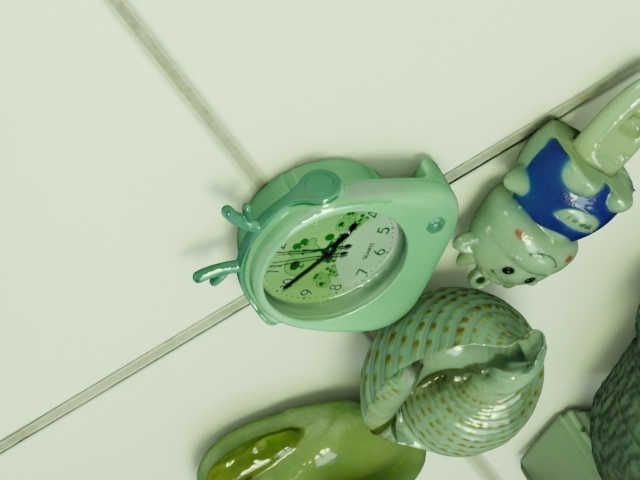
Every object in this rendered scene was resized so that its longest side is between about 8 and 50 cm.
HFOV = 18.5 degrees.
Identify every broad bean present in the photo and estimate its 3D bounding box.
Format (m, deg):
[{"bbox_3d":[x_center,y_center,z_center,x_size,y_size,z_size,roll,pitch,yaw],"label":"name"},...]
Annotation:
[{"bbox_3d":[-0.007,0.207,1.810,0.228,0.100,0.169,-2,144,-43],"label":"broad bean"}]

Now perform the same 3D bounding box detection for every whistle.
[{"bbox_3d":[0.205,-0.041,1.650,0.110,0.092,0.244,27,119,-31],"label":"whistle"}]

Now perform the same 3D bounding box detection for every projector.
[{"bbox_3d":[0.345,0.274,1.986,0.256,0.192,0.099,17,119,-40],"label":"projector"}]

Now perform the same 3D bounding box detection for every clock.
[{"bbox_3d":[0.000,0.000,1.607,0.211,0.066,0.159,4,131,-30],"label":"clock"}]

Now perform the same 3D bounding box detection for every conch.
[{"bbox_3d":[0.122,0.102,1.728,0.172,0.131,0.200,16,133,-21],"label":"conch"}]

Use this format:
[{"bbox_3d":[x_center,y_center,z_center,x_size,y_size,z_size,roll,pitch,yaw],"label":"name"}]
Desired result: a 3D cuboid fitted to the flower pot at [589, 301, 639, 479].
[{"bbox_3d":[0.420,0.141,1.800,0.299,0.299,0.283,-2,138,-26],"label":"flower pot"}]
